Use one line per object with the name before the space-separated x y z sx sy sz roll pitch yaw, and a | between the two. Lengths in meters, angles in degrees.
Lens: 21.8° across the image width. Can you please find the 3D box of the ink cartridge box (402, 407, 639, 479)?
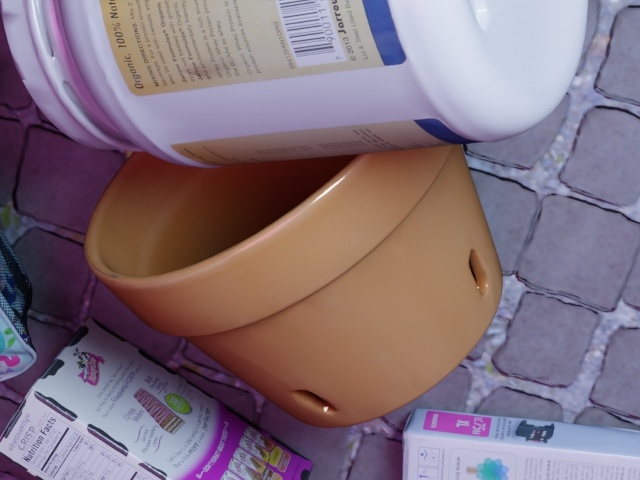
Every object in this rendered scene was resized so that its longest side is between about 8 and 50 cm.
ink cartridge box | 0.222 0.246 1.378 0.311 0.065 0.186 5 110 11

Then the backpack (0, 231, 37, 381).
backpack | -0.366 0.035 1.304 0.225 0.191 0.253 -21 120 6

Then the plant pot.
plant pot | 0.000 0.000 1.233 0.291 0.291 0.203 -26 119 18

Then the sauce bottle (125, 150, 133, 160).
sauce bottle | -0.142 -0.108 1.330 0.042 0.042 0.128 -4 110 12

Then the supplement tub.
supplement tub | -0.018 -0.163 1.033 0.316 0.228 0.228 -3 110 32

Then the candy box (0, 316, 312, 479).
candy box | -0.132 0.178 1.367 0.233 0.159 0.071 34 110 -2
